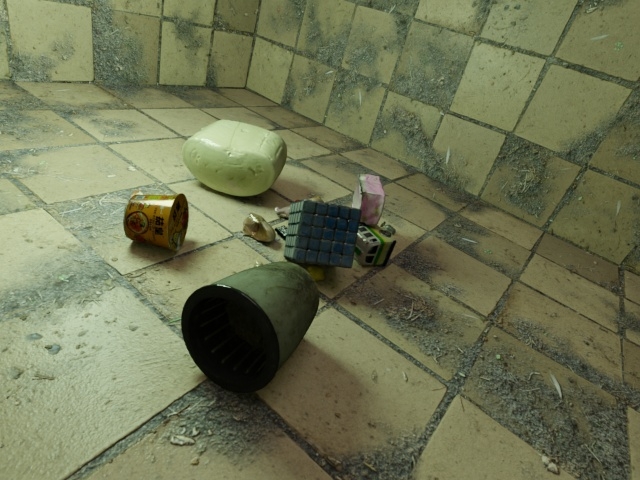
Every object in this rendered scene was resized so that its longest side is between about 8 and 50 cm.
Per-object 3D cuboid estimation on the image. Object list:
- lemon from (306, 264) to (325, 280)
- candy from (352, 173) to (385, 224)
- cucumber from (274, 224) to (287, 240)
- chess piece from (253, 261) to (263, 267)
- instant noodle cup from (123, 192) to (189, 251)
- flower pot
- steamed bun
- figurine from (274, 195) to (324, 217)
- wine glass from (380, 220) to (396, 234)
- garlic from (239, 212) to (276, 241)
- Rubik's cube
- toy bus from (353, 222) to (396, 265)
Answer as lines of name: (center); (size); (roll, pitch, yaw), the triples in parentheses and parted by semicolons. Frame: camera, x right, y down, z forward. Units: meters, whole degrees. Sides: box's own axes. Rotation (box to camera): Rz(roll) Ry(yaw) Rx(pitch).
lemon: (-0.018, 0.126, 1.551); (0.083, 0.062, 0.062); (34, 30, 1)
candy: (0.214, -0.195, 1.837); (0.116, 0.155, 0.265); (8, 28, -4)
cucumber: (-0.127, -0.010, 1.739); (0.182, 0.053, 0.053); (38, 35, 28)
chess piece: (-0.228, 0.119, 1.480); (0.035, 0.035, 0.092); (8, 34, -16)
instant noodle cup: (-0.591, -0.074, 1.450); (0.173, 0.215, 0.215); (7, 30, -2)
flower pot: (-0.166, 0.211, 1.124); (0.294, 0.293, 0.330); (28, 23, 17)
steamed bun: (-0.416, -0.391, 1.994); (0.457, 0.289, 0.371); (16, 35, 1)
figurine: (-0.067, -0.136, 1.871); (0.288, 0.186, 0.176); (23, -3, 43)
wine glass: (0.357, -0.063, 2.107); (0.042, 0.038, 0.083); (-13, 46, -46)
garlic: (-0.262, -0.051, 1.701); (0.174, 0.099, 0.124); (42, 18, 30)
Rubik's cube: (-0.002, -0.022, 1.562); (0.238, 0.236, 0.238); (11, -3, -15)
toy bus: (0.177, -0.020, 1.825); (0.179, 0.143, 0.305); (-4, 37, -33)
